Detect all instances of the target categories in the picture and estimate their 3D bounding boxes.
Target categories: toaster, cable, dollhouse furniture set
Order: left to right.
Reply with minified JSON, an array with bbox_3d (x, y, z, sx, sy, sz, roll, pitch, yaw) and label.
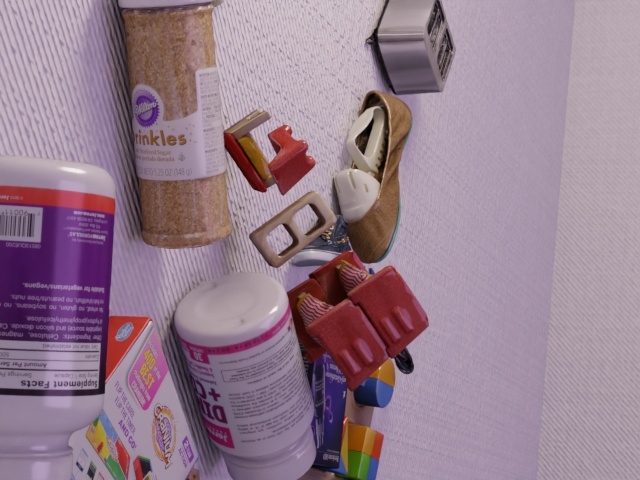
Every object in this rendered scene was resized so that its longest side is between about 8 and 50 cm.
[{"bbox_3d":[-0.027,0.007,1.876,0.152,0.201,0.374,-37,104,-10],"label":"dollhouse furniture set"},{"bbox_3d":[0.139,0.173,2.508,0.150,0.047,0.185,77,0,-65],"label":"cable"},{"bbox_3d":[0.178,-0.382,2.526,0.168,0.110,0.186,65,35,-44],"label":"toaster"}]

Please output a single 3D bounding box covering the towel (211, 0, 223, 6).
[{"bbox_3d":[-0.142,-0.412,1.888,0.148,0.027,0.110,-63,145,-45],"label":"towel"}]

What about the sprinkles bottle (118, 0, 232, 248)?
[{"bbox_3d":[-0.184,-0.173,1.686,0.121,0.121,0.356,-30,119,-63],"label":"sprinkles bottle"}]

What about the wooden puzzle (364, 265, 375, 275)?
[{"bbox_3d":[0.083,0.094,2.457,0.078,0.014,0.116,63,36,-48],"label":"wooden puzzle"}]

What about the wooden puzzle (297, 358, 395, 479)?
[{"bbox_3d":[0.048,0.294,2.305,0.322,0.080,0.348,38,57,-62],"label":"wooden puzzle"}]

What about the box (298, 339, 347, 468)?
[{"bbox_3d":[-0.034,0.251,2.078,0.153,0.108,0.207,27,67,-65],"label":"box"}]

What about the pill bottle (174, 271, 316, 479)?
[{"bbox_3d":[-0.097,0.202,1.862,0.160,0.160,0.283,-57,141,-51],"label":"pill bottle"}]

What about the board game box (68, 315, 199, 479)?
[{"bbox_3d":[-0.266,0.281,1.598,0.316,0.064,0.242,-59,143,-49],"label":"board game box"}]

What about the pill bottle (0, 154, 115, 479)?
[{"bbox_3d":[-0.307,0.080,1.346,0.181,0.181,0.323,8,84,-66],"label":"pill bottle"}]

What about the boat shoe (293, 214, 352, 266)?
[{"bbox_3d":[0.000,0.000,2.211,0.183,0.065,0.083,3,80,-69],"label":"boat shoe"}]

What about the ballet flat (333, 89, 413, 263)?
[{"bbox_3d":[0.086,-0.127,2.354,0.124,0.116,0.342,37,55,-38],"label":"ballet flat"}]

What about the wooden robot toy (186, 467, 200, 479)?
[{"bbox_3d":[-0.196,0.386,1.769,0.079,0.076,0.173,33,60,-51],"label":"wooden robot toy"}]
